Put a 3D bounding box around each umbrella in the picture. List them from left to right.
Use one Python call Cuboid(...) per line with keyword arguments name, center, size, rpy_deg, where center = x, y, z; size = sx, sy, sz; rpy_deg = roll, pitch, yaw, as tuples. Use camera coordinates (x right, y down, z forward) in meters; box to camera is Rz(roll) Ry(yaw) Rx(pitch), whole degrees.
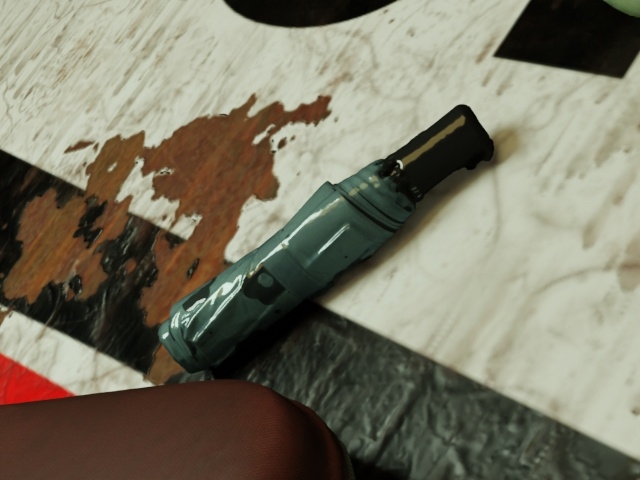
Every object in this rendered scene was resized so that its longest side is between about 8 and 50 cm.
Cuboid(name="umbrella", center=(-0.001, -0.002, 0.689), size=(0.250, 0.053, 0.052), rpy_deg=(-38, 39, 12))

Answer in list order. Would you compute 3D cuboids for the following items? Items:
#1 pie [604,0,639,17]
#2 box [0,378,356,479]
Cuboid(name="pie", center=(0.255, -0.231, 0.648), size=(0.240, 0.054, 0.241), rpy_deg=(-25, 45, 28))
Cuboid(name="box", center=(-0.159, 0.201, 0.601), size=(0.404, 0.108, 0.263), rpy_deg=(-10, 41, 37))
